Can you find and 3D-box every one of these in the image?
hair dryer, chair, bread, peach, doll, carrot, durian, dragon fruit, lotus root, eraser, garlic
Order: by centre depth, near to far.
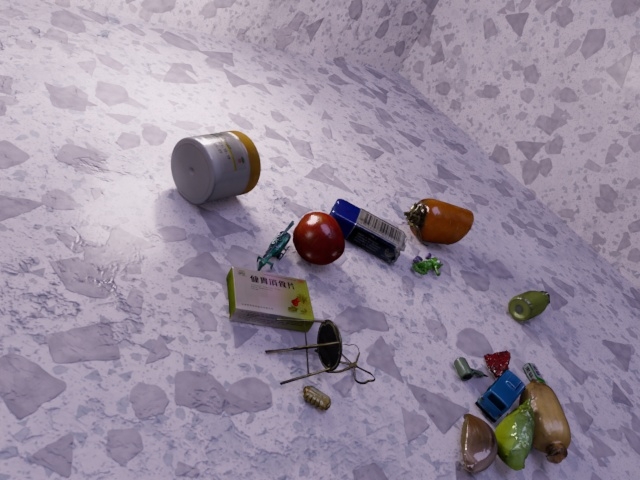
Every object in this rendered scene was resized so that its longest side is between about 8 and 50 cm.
[{"bbox_3d":[-0.012,0.433,1.442,0.088,0.033,0.049,30,29,3],"label":"bread"},{"bbox_3d":[0.020,0.310,1.515,0.326,0.170,0.160,3,30,-29],"label":"chair"},{"bbox_3d":[0.469,0.609,1.552,0.101,0.087,0.195,18,37,5],"label":"garlic"},{"bbox_3d":[0.605,0.598,1.617,0.101,0.139,0.250,42,36,6],"label":"durian"},{"bbox_3d":[0.733,0.593,1.729,0.146,0.131,0.303,6,36,3],"label":"lotus root"},{"bbox_3d":[0.535,0.457,1.832,0.150,0.047,0.071,20,34,-27],"label":"hair dryer"},{"bbox_3d":[0.000,0.000,1.873,0.197,0.197,0.197,21,35,-15],"label":"peach"},{"bbox_3d":[0.654,0.465,1.908,0.097,0.063,0.131,-10,23,10],"label":"dragon fruit"},{"bbox_3d":[0.187,-0.039,2.140,0.332,0.101,0.155,28,36,-3],"label":"eraser"},{"bbox_3d":[0.449,0.106,2.203,0.190,0.050,0.115,-7,42,-40],"label":"doll"},{"bbox_3d":[0.503,-0.084,2.362,0.331,0.214,0.193,16,19,-26],"label":"carrot"}]

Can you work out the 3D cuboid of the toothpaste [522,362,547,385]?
[{"bbox_3d":[0.810,0.537,1.943,0.043,0.037,0.178,12,39,-24],"label":"toothpaste"}]

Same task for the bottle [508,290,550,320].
[{"bbox_3d":[0.925,0.275,2.298,0.260,0.112,0.112,-9,51,-44],"label":"bottle"}]

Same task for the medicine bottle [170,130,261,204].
[{"bbox_3d":[-0.371,-0.263,1.869,0.238,0.238,0.232,44,36,19],"label":"medicine bottle"}]

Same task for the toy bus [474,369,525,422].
[{"bbox_3d":[0.606,0.513,1.754,0.090,0.106,0.185,43,36,22],"label":"toy bus"}]

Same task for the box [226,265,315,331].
[{"bbox_3d":[-0.155,0.182,1.628,0.260,0.062,0.175,12,38,-24],"label":"box"}]

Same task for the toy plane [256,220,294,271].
[{"bbox_3d":[-0.155,0.030,1.797,0.060,0.096,0.235,31,52,4],"label":"toy plane"}]
